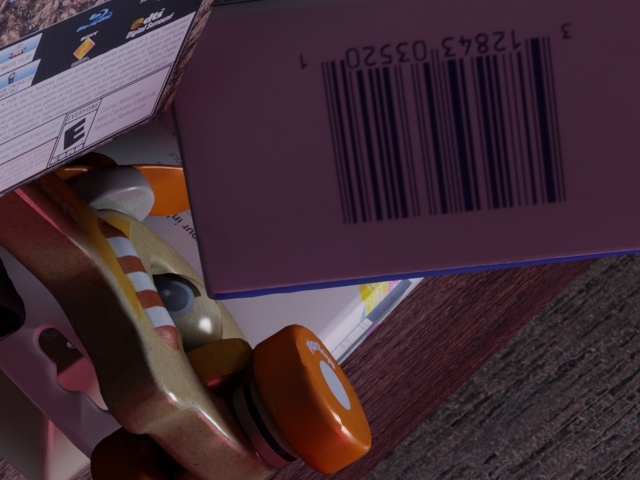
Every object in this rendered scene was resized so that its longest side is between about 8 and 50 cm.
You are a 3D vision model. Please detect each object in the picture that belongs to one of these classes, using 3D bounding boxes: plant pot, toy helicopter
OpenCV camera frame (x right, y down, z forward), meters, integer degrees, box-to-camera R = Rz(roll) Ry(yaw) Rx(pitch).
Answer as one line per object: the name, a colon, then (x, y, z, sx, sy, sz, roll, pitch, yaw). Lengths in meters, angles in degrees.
plant pot: (-0.191, 0.091, 1.245, 0.109, 0.109, 0.096, -37, 152, -34)
toy helicopter: (-0.126, 0.000, 0.956, 0.140, 0.235, 0.355, -32, 133, 11)

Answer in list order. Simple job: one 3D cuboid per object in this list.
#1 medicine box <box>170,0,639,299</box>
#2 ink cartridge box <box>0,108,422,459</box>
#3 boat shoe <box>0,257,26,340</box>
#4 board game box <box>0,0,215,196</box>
medicine box: (0.069, -0.096, 0.952, 0.289, 0.263, 0.149, -79, 161, -72)
ink cartridge box: (-0.050, -0.007, 1.170, 0.353, 0.207, 0.119, -45, 169, -6)
boat shoe: (-0.256, 0.039, 0.922, 0.103, 0.092, 0.285, -53, 165, 22)
board game box: (-0.136, -0.152, 0.662, 0.232, 0.141, 0.291, -33, 160, -45)
